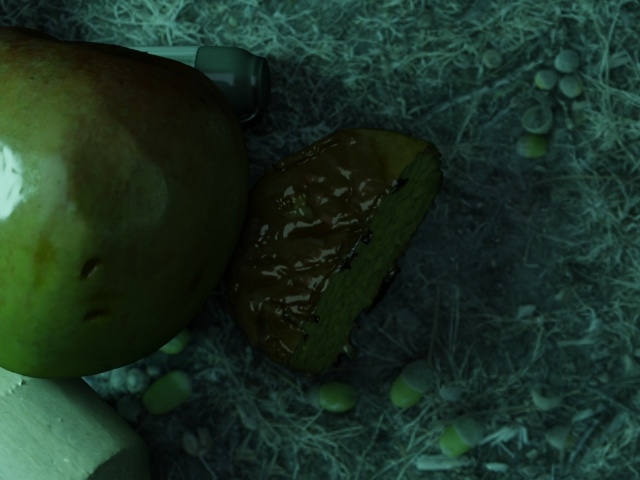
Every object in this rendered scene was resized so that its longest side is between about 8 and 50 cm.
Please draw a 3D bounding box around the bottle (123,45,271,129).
[{"bbox_3d":[-0.181,-0.158,1.557,0.253,0.079,0.096,1,78,8],"label":"bottle"}]

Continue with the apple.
[{"bbox_3d":[-0.229,-0.033,1.390,0.338,0.338,0.305,13,99,10],"label":"apple"}]

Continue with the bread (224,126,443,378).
[{"bbox_3d":[0.002,-0.004,1.473,0.147,0.160,0.260,29,88,20],"label":"bread"}]

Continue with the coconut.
[{"bbox_3d":[-0.304,0.227,1.432,0.237,0.237,0.266,-45,78,-1],"label":"coconut"}]
